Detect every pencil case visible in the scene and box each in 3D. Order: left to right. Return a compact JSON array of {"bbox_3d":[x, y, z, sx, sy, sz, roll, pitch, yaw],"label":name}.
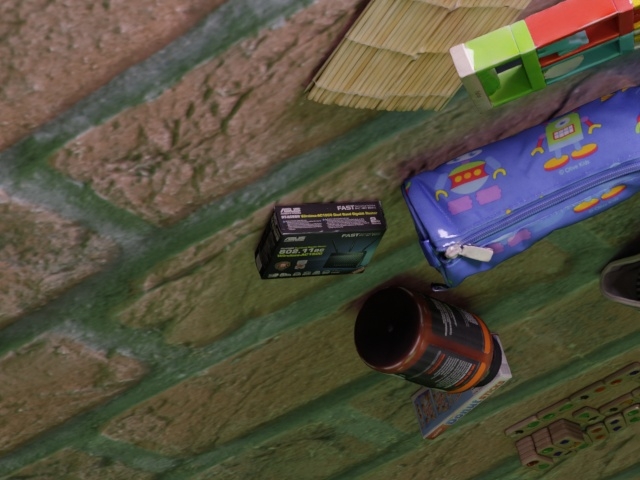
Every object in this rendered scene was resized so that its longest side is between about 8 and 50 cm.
[{"bbox_3d":[0.229,-0.057,1.669,0.306,0.133,0.119,-23,117,12],"label":"pencil case"}]

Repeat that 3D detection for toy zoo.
[{"bbox_3d":[0.265,-0.196,1.474,0.293,0.030,0.192,-22,171,9],"label":"toy zoo"}]

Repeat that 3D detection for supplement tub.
[{"bbox_3d":[0.135,0.124,1.960,0.106,0.106,0.198,-33,146,28],"label":"supplement tub"}]

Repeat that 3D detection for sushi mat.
[{"bbox_3d":[0.117,-0.214,1.451,0.151,0.019,0.316,2,147,-30],"label":"sushi mat"}]

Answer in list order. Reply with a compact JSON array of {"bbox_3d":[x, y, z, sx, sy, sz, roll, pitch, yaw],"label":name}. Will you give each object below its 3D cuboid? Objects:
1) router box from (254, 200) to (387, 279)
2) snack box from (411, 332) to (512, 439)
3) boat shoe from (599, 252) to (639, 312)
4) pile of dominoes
[{"bbox_3d":[0.000,0.000,1.747,0.122,0.038,0.092,-4,148,-20],"label":"router box"},{"bbox_3d":[0.181,0.191,2.140,0.022,0.064,0.178,6,145,-34],"label":"snack box"},{"bbox_3d":[0.428,0.051,1.899,0.094,0.109,0.302,4,170,-19],"label":"boat shoe"},{"bbox_3d":[0.409,0.269,2.412,0.251,0.040,0.196,-32,147,27],"label":"pile of dominoes"}]
